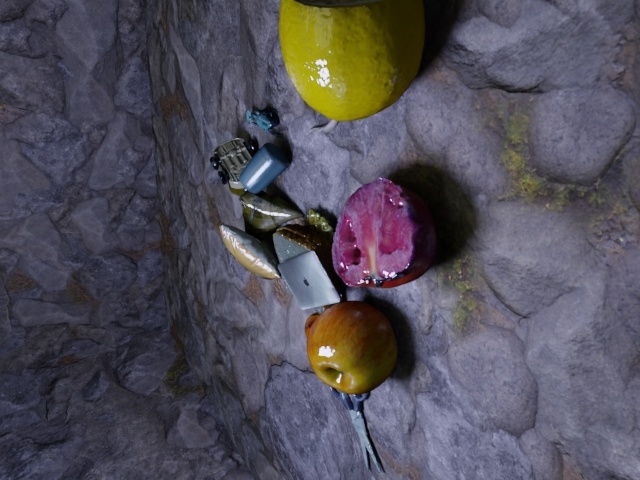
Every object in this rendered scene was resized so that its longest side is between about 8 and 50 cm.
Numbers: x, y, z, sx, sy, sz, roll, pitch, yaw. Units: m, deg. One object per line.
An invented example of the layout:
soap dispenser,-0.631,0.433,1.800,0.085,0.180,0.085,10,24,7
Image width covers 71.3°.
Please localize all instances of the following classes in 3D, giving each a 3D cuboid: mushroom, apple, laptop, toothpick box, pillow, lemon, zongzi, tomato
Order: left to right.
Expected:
pillow,-0.283,0.057,1.824,0.312,0.119,0.310,40,168,-2
toothpick box,-0.218,-0.267,1.685,0.184,0.120,0.120,-43,63,22
zongzi,-0.186,-0.071,1.801,0.274,0.125,0.251,21,144,14
laptop,-0.044,0.138,1.496,0.269,0.015,0.188,-24,96,57
apple,0.010,0.315,1.605,0.146,0.146,0.146,26,123,49
mushroom,0.029,-0.394,1.406,0.306,0.043,0.068,135,132,-54
apple,0.086,0.334,1.389,0.301,0.301,0.302,26,123,49
lemon,0.076,-0.446,1.062,0.364,0.364,0.364,26,123,49
tomato,0.192,-0.011,1.196,0.335,0.176,0.290,-23,63,52

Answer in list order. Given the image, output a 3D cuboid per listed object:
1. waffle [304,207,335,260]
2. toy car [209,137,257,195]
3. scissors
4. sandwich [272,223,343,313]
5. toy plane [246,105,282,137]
waffle,0.000,0.000,1.579,0.208,0.054,0.214,46,143,33
toy car,-0.333,-0.287,1.883,0.248,0.204,0.198,56,166,29
scissors,0.139,0.675,1.658,0.256,0.029,0.384,-24,83,57
sandwich,-0.052,0.095,1.579,0.271,0.099,0.301,19,131,45
toy plane,-0.224,-0.471,1.737,0.235,0.060,0.096,35,143,40
